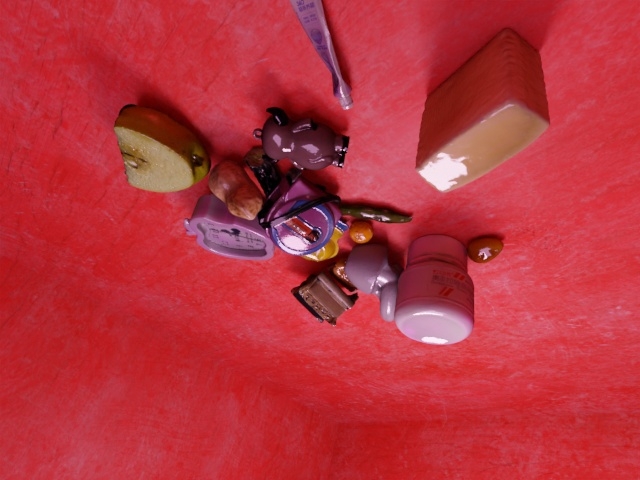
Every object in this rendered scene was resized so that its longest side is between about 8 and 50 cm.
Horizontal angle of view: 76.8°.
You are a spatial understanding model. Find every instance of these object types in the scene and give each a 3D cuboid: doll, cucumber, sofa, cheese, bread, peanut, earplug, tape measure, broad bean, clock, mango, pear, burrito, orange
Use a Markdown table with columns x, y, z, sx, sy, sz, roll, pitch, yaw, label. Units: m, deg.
| x | y | z | sx | sy | sz | roll | pitch | yaw | label |
| --- | --- | --- | --- | --- | --- | --- | --- | --- | --- |
| -0.053 | -0.267 | 1.089 | 0.257 | 0.117 | 0.182 | 15 | 140 | 1 | doll |
| -0.153 | -0.164 | 1.299 | 0.081 | 0.072 | 0.303 | -34 | 139 | -8 | cucumber |
| 0.019 | 0.206 | 1.598 | 0.200 | 0.182 | 0.258 | 44 | 166 | -3 | sofa |
| 0.000 | 0.000 | 1.455 | 0.177 | 0.069 | 0.270 | 28 | 139 | -16 | cheese |
| 0.129 | 0.124 | 1.549 | 0.189 | 0.077 | 0.114 | 32 | 120 | -21 | bread |
| -0.260 | -0.153 | 1.236 | 0.122 | 0.253 | 0.137 | -45 | 155 | 10 | peanut |
| 0.213 | 0.146 | 1.451 | 0.175 | 0.214 | 0.325 | -16 | 124 | 36 | earplug |
| -0.060 | -0.082 | 1.262 | 0.245 | 0.149 | 0.231 | -46 | 124 | 13 | tape measure |
| 0.150 | -0.089 | 1.303 | 0.297 | 0.043 | 0.060 | 9 | 158 | 11 | broad bean |
| -0.314 | -0.038 | 1.446 | 0.338 | 0.102 | 0.338 | 9 | 156 | 4 | clock |
| 0.527 | 0.028 | 1.293 | 0.114 | 0.060 | 0.080 | -15 | 118 | 38 | mango |
| -0.458 | -0.271 | 1.213 | 0.292 | 0.159 | 0.292 | 11 | 147 | 7 | pear |
| 0.087 | 0.153 | 1.643 | 0.051 | 0.042 | 0.171 | -10 | 135 | 46 | burrito |
| 0.137 | -0.028 | 1.364 | 0.083 | 0.070 | 0.083 | 13 | 141 | 11 | orange |
| 0.321 | -0.260 | 0.827 | 0.124 | 0.265 | 0.242 | 29 | 142 | -16 | cheese |

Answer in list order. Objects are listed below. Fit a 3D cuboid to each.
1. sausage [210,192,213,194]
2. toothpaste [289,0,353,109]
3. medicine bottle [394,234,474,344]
| x | y | z | sx | sy | sz | roll | pitch | yaw | label |
| --- | --- | --- | --- | --- | --- | --- | --- | --- | --- |
| -0.333 | -0.131 | 1.437 | 0.131 | 0.041 | 0.039 | 37 | 144 | -26 | sausage |
| 0.009 | -0.436 | 0.907 | 0.075 | 0.048 | 0.301 | 20 | 147 | 47 | toothpaste |
| 0.373 | 0.156 | 1.316 | 0.241 | 0.302 | 0.241 | 10 | 143 | 8 | medicine bottle |
